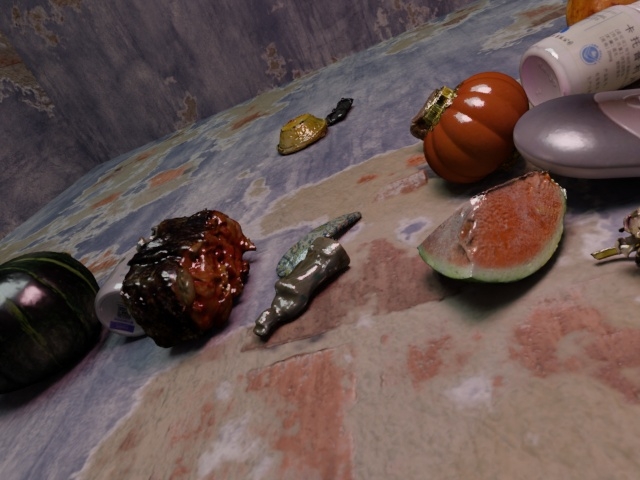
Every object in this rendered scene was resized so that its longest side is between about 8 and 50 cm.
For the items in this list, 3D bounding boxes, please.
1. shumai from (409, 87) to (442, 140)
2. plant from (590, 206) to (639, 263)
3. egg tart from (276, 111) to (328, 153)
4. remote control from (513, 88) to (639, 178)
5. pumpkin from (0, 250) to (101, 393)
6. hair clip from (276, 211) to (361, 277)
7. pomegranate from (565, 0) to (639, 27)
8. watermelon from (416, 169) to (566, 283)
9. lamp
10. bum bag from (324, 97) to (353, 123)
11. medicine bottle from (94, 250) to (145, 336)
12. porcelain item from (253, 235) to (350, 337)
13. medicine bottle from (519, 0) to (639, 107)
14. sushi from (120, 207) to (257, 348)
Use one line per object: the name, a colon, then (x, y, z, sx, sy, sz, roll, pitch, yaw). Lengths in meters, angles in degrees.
shumai: (0.302, -0.286, 1.107, 0.145, 0.145, 0.116, -31, 38, -9)
plant: (0.409, 0.005, 0.572, 0.116, 0.104, 0.122, 1, -21, -26)
egg tart: (-0.073, -0.389, 1.655, 0.213, 0.090, 0.212, -24, 25, 12)
remote control: (0.478, -0.170, 0.719, 0.332, 0.103, 0.221, -3, 36, 15)
pumpkin: (-0.632, 0.163, 0.985, 0.323, 0.241, 0.323, -18, 28, 10)
hair clip: (-0.001, -0.002, 0.955, 0.229, 0.036, 0.066, -38, 36, -22)
pomegranate: (0.745, -0.592, 1.155, 0.248, 0.248, 0.248, -20, 27, 11)
watermelon: (0.252, -0.005, 0.693, 0.231, 0.128, 0.146, -21, -5, -24)
lamp: (0.298, -0.215, 0.898, 0.223, 0.196, 0.223, -56, 2, 3)
bum bag: (0.070, -0.494, 1.753, 0.087, 0.049, 0.197, -15, 29, 31)
medicine bottle: (-0.386, 0.094, 1.011, 0.135, 0.135, 0.215, -20, 28, 12)
porcelain item: (-0.043, 0.085, 0.818, 0.081, 0.069, 0.215, 15, 53, 46)
medicine bottle: (0.597, -0.394, 0.986, 0.293, 0.170, 0.170, -26, 27, -1)
sushi: (-0.254, 0.056, 0.902, 0.182, 0.196, 0.343, -27, 26, 13)
